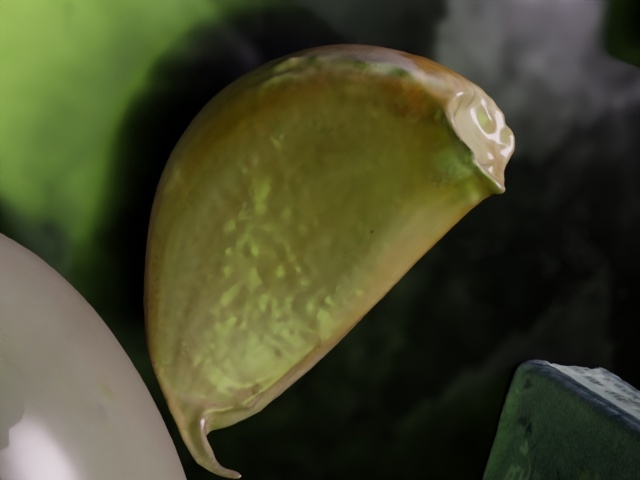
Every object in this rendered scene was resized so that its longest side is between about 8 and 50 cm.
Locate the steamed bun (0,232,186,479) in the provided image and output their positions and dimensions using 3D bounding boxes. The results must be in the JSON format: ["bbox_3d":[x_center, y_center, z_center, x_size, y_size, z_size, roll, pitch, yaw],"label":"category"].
[{"bbox_3d":[-0.208,0.165,0.833,0.333,0.334,0.374,-16,98,-18],"label":"steamed bun"}]

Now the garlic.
[{"bbox_3d":[-0.010,-0.003,0.957,0.245,0.164,0.145,-50,135,5],"label":"garlic"}]

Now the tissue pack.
[{"bbox_3d":[0.188,0.198,1.050,0.081,0.257,0.185,11,101,-27],"label":"tissue pack"}]
